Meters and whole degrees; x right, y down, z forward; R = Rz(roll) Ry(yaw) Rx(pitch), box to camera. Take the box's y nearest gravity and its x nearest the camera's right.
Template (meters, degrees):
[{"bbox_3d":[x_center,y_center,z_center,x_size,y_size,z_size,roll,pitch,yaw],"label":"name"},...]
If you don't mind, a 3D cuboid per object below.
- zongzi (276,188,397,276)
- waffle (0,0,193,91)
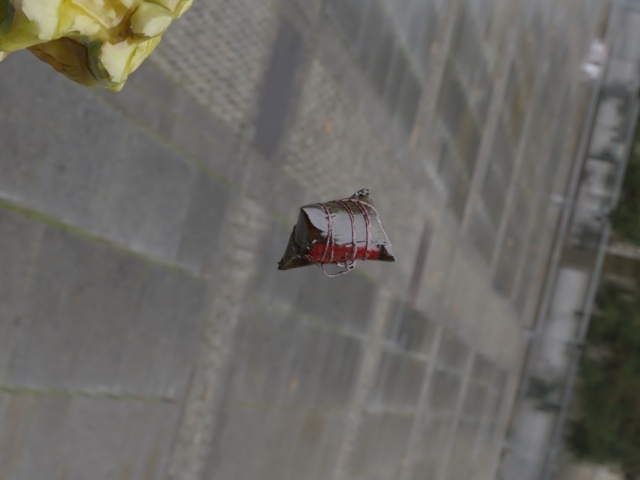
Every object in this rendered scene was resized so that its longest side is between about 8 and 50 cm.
[{"bbox_3d":[0.000,0.000,1.234,0.073,0.083,0.067,-48,-131,38],"label":"zongzi"},{"bbox_3d":[-0.133,-0.163,0.673,0.057,0.229,0.219,-37,-165,31],"label":"waffle"}]
